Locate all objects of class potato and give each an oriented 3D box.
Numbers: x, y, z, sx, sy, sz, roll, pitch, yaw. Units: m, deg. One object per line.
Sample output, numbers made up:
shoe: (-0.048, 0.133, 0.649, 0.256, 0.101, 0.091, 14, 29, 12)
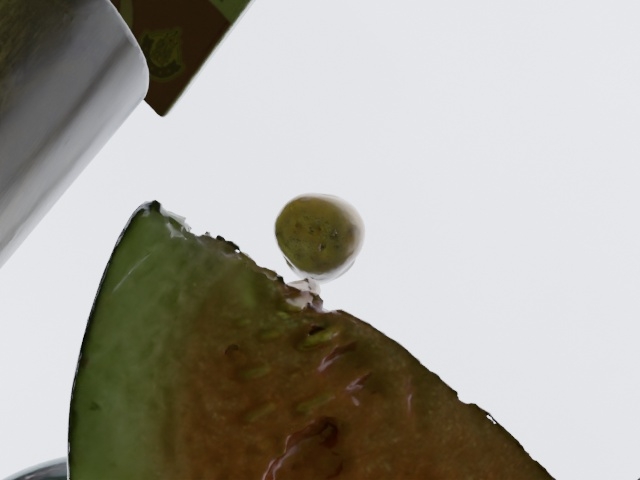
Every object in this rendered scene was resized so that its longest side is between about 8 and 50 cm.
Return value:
potato: (0.000, 0.000, 1.345, 0.068, 0.083, 0.062, 7, -111, 10)

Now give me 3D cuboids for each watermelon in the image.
watermelon: (0.017, 0.097, 0.445, 0.119, 0.063, 0.245, -42, -76, 15)

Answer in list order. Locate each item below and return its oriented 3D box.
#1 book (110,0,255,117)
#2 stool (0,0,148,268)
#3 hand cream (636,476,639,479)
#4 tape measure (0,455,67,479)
book: (-0.086, -0.212, 1.090, 0.162, 0.022, 0.232, 44, -65, 11)
stool: (-0.218, -0.023, 0.731, 0.179, 0.264, 0.179, 33, -17, 12)
hand cream: (0.174, 0.285, 1.338, 0.121, 0.336, 0.076, 25, -46, 31)
tape measure: (-0.133, 0.258, 1.129, 0.275, 0.256, 0.147, 5, -45, 11)
